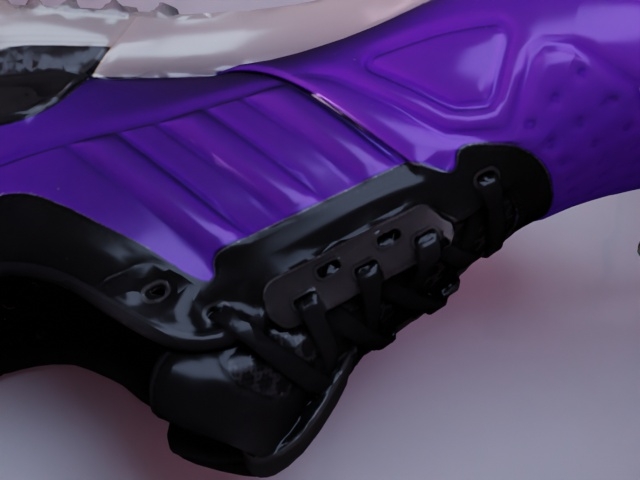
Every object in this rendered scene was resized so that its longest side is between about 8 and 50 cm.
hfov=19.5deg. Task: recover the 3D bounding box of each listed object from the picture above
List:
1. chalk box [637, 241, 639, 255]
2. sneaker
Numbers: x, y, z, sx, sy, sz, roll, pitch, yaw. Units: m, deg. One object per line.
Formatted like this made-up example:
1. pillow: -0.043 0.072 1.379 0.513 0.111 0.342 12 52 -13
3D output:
1. chalk box: 0.217 -0.015 0.663 0.213 0.132 0.132 7 50 -18
2. sneaker: 0.000 0.000 0.565 0.293 0.102 0.146 -7 61 3
